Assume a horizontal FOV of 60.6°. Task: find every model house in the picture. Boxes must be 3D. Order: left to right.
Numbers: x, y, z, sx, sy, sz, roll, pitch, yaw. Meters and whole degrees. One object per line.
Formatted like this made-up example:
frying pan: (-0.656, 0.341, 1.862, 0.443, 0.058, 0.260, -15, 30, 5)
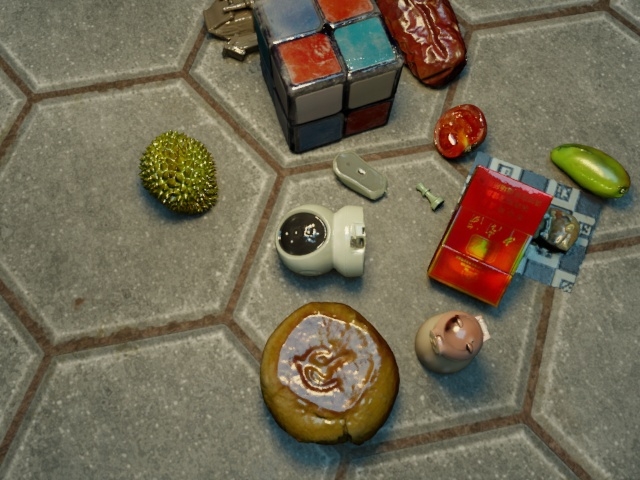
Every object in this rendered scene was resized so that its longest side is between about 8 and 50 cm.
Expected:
model house: (-0.254, -0.665, 1.673, 0.188, 0.122, 0.229, -20, 75, -5)

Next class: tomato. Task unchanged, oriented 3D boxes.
tomato: (0.412, -0.310, 1.563, 0.091, 0.159, 0.139, -6, 63, -47)

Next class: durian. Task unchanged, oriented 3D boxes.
durian: (-0.387, -0.191, 1.491, 0.200, 0.176, 0.237, -29, 61, -30)

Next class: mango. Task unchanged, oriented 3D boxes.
mango: (0.754, -0.202, 1.530, 0.233, 0.125, 0.111, 41, 105, 34)

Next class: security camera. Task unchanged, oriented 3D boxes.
security camera: (0.000, 0.000, 1.420, 0.236, 0.194, 0.195, 2, 71, 5)

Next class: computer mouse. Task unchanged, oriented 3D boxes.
computer mouse: (0.115, -0.179, 1.545, 0.181, 0.056, 0.089, 34, 76, 2)

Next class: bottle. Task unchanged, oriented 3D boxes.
bottle: (0.315, 0.237, 1.310, 0.147, 0.236, 0.147, 0, 72, 0)

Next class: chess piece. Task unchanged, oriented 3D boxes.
chess piece: (0.303, -0.129, 1.541, 0.042, 0.042, 0.093, -37, 69, -12)

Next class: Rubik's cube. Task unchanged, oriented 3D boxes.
Rubik's cube: (0.014, -0.479, 1.512, 0.313, 0.316, 0.318, -18, 73, -7)

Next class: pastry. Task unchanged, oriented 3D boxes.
pastry: (0.022, 0.321, 1.325, 0.356, 0.164, 0.356, -1, 76, 3)

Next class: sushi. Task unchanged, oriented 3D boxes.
sushi: (0.556, -0.063, 1.466, 0.373, 0.100, 0.296, 23, 80, 7)

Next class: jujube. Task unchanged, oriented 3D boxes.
jujube: (0.302, -0.624, 1.635, 0.216, 0.216, 0.342, -29, 86, -10)

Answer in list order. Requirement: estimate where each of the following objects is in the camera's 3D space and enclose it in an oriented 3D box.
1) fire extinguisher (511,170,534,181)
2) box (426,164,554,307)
fire extinguisher: (0.564, -0.161, 1.562, 0.100, 0.046, 0.032, -22, 28, 0)
box: (0.426, -0.013, 1.403, 0.197, 0.089, 0.313, 24, 102, 6)
